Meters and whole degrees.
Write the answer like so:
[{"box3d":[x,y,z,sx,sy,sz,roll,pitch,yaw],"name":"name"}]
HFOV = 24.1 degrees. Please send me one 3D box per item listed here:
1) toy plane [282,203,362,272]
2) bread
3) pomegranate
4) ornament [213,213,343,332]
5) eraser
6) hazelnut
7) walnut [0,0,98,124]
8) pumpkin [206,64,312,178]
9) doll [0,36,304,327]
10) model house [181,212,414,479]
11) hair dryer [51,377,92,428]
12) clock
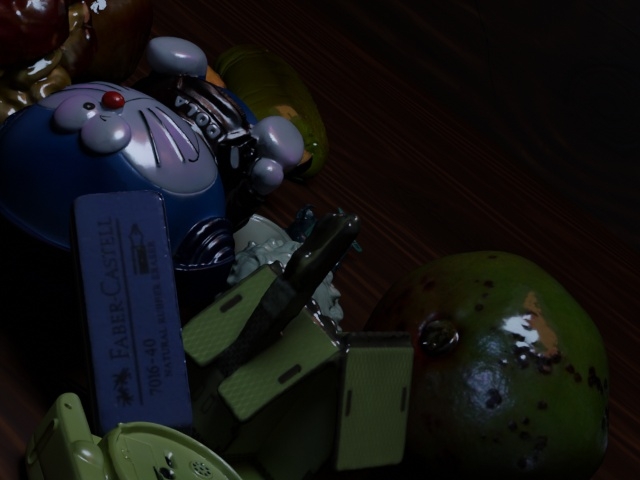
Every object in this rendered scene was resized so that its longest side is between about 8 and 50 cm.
[{"box3d":[0.000,0.000,2.025,0.096,0.060,0.235,43,20,3],"name":"toy plane"},{"box3d":[-0.075,-0.224,2.413,0.166,0.112,0.383,28,17,-19],"name":"bread"},{"box3d":[0.197,0.170,1.565,0.323,0.291,0.291,36,14,-26],"name":"pomegranate"},{"box3d":[-0.071,0.036,1.588,0.130,0.120,0.285,27,4,-26],"name":"ornament"},{"box3d":[-0.162,0.072,1.270,0.082,0.225,0.036,-5,-10,-20],"name":"eraser"},{"box3d":[-0.315,-0.298,2.096,0.178,0.178,0.204,29,-14,-16],"name":"hazelnut"},{"box3d":[-0.369,-0.202,1.543,0.269,0.221,0.244,-8,58,-3],"name":"walnut"},{"box3d":[-0.151,-0.135,2.095,0.254,0.149,0.130,41,60,8],"name":"pumpkin"},{"box3d":[-0.184,-0.047,1.439,0.284,0.240,0.310,28,29,16],"name":"doll"},{"box3d":[0.003,0.100,1.368,0.205,0.278,0.218,45,21,27],"name":"model house"},{"box3d":[-0.213,0.150,1.264,0.047,0.026,0.083,32,24,0],"name":"hair dryer"},{"box3d":[-0.114,0.213,1.181,0.232,0.069,0.170,23,20,-33],"name":"clock"}]
